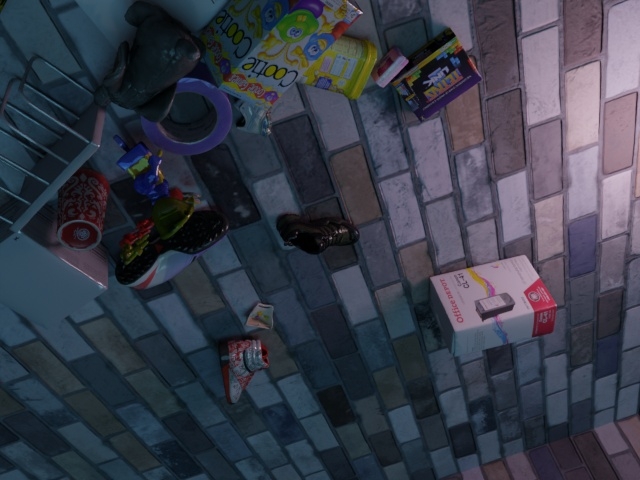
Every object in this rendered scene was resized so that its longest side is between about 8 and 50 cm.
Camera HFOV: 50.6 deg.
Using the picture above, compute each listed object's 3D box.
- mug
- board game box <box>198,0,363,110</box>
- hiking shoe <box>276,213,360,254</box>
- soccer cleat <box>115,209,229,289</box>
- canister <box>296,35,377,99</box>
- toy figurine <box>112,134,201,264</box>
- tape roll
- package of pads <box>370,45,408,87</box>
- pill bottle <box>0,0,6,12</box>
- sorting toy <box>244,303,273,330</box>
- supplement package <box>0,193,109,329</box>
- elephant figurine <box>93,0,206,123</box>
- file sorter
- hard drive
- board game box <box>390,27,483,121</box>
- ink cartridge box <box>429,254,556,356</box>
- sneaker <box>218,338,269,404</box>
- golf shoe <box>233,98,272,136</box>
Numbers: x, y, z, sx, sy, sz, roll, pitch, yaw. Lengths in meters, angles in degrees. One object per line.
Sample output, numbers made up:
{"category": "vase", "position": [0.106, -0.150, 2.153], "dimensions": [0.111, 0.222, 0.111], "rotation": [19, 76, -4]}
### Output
{"category": "mug", "position": [-0.525, -0.053, 1.509], "dimensions": [0.113, 0.169, 0.150], "rotation": [-14, 134, -3]}
{"category": "board game box", "position": [-0.083, -0.406, 1.289], "dimensions": [0.275, 0.142, 0.144], "rotation": [-40, 149, 25]}
{"category": "hiking shoe", "position": [0.000, 0.000, 1.742], "dimensions": [0.227, 0.114, 0.086], "rotation": [5, 131, -19]}
{"category": "soccer cleat", "position": [-0.357, 0.027, 1.694], "dimensions": [0.318, 0.109, 0.116], "rotation": [-30, 155, 9]}
{"category": "canister", "position": [0.017, -0.378, 1.425], "dimensions": [0.170, 0.073, 0.126], "rotation": [10, 128, -22]}
{"category": "toy figurine", "position": [-0.389, -0.116, 1.421], "dimensions": [0.191, 0.362, 0.217], "rotation": [-31, 106, -2]}
{"category": "tape roll", "position": [-0.284, -0.279, 1.429], "dimensions": [0.189, 0.080, 0.189], "rotation": [-7, 134, -8]}
{"category": "package of pads", "position": [0.150, -0.378, 1.476], "dimensions": [0.032, 0.050, 0.083], "rotation": [29, 119, -35]}
{"category": "pill bottle", "position": [-0.574, -0.467, 1.144], "dimensions": [0.119, 0.119, 0.208], "rotation": [25, 122, -33]}
{"category": "sorting toy", "position": [-0.172, 0.214, 1.949], "dimensions": [0.083, 0.045, 0.075], "rotation": [13, 120, -25]}
{"category": "supplement package", "position": [-0.665, 0.052, 1.586], "dimensions": [0.204, 0.145, 0.262], "rotation": [-32, 132, 14]}
{"category": "elephant figurine", "position": [-0.331, -0.303, 1.259], "dimensions": [0.169, 0.186, 0.239], "rotation": [41, 102, 0]}
{"category": "file sorter", "position": [-0.585, -0.197, 1.347], "dimensions": [0.277, 0.193, 0.173], "rotation": [-39, 127, 20]}
{"category": "hard drive", "position": [-0.287, -0.479, 1.268], "dimensions": [0.307, 0.040, 0.203], "rotation": [-27, 133, 11]}
{"category": "board game box", "position": [0.257, -0.368, 1.518], "dimensions": [0.170, 0.048, 0.141], "rotation": [-34, 130, 17]}
{"category": "ink cartridge box", "position": [0.496, 0.187, 1.979], "dimensions": [0.306, 0.226, 0.131], "rotation": [-12, 134, -5]}
{"category": "sneaker", "position": [-0.226, 0.405, 2.075], "dimensions": [0.145, 0.090, 0.270], "rotation": [-7, 131, -6]}
{"category": "golf shoe", "position": [-0.144, -0.302, 1.458], "dimensions": [0.086, 0.069, 0.176], "rotation": [2, 131, -9]}
